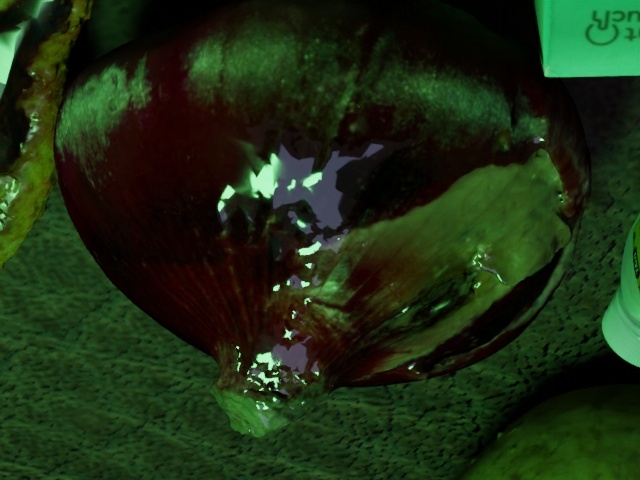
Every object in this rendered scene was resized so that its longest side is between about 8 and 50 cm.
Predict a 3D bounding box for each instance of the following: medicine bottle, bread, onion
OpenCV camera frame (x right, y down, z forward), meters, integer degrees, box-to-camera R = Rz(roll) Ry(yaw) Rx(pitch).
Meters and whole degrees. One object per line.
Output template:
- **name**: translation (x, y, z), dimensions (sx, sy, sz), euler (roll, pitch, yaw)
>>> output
- **medicine bottle**: translation (0.200, 0.016, 1.009), dimensions (0.055, 0.074, 0.118), euler (10, 137, -10)
- **bread**: translation (-0.193, -0.073, 0.922), dimensions (0.139, 0.095, 0.269), euler (16, 120, -11)
- **onion**: translation (0.000, 0.000, 0.883), dimensions (0.272, 0.195, 0.272), euler (4, 158, 1)

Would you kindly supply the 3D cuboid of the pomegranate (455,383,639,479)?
- **pomegranate**: translation (0.184, 0.224, 1.100), dimensions (0.281, 0.281, 0.281), euler (1, 137, 1)

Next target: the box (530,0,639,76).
- **box**: translation (0.190, -0.213, 0.737), dimensions (0.205, 0.118, 0.311), euler (1, 137, 2)
